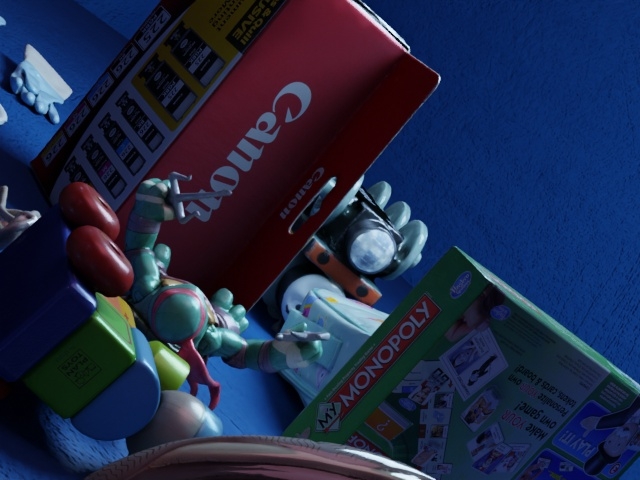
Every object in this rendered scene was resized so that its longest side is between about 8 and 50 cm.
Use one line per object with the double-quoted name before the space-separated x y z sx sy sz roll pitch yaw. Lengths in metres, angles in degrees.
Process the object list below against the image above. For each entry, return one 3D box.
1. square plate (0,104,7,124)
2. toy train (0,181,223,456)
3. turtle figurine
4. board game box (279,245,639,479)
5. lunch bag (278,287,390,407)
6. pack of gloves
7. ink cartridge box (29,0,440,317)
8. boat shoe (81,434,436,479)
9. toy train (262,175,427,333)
"square plate" -0.364 -0.182 0.751 0.347 0.049 0.344 51 14 4
"toy train" -0.135 0.046 0.818 0.143 0.105 0.248 49 2 -22
"turtle figurine" -0.095 0.042 0.992 0.175 0.118 0.234 54 -11 -4
"board game box" 0.114 0.150 0.990 0.317 0.213 0.046 34 11 -48
"lunch bag" 0.077 0.132 1.223 0.224 0.108 0.279 20 1 -15
"pack of gloves" -0.381 -0.216 1.618 0.195 0.046 0.232 50 6 -17
"ink cartridge box" -0.084 -0.103 1.188 0.130 0.309 0.272 36 7 -34
"boat shoe" 0.044 0.194 0.594 0.355 0.132 0.130 24 31 -22
"toy train" 0.000 0.000 1.545 0.142 0.190 0.334 39 7 -18
